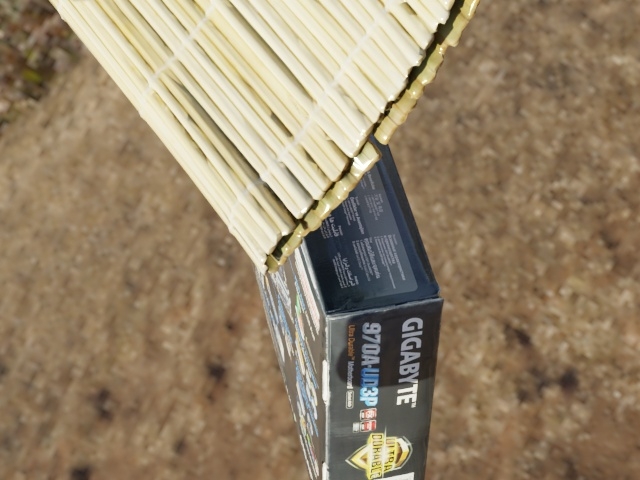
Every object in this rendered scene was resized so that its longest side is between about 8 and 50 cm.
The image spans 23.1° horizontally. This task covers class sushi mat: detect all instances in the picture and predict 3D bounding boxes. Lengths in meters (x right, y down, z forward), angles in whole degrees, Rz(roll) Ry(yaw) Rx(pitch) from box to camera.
[{"bbox_3d":[-0.072,-0.145,0.630,0.316,0.019,0.151,50,122,24],"label":"sushi mat"}]

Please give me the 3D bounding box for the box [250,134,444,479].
[{"bbox_3d":[0.000,0.000,0.738,0.175,0.051,0.220,90,166,-50],"label":"box"}]
